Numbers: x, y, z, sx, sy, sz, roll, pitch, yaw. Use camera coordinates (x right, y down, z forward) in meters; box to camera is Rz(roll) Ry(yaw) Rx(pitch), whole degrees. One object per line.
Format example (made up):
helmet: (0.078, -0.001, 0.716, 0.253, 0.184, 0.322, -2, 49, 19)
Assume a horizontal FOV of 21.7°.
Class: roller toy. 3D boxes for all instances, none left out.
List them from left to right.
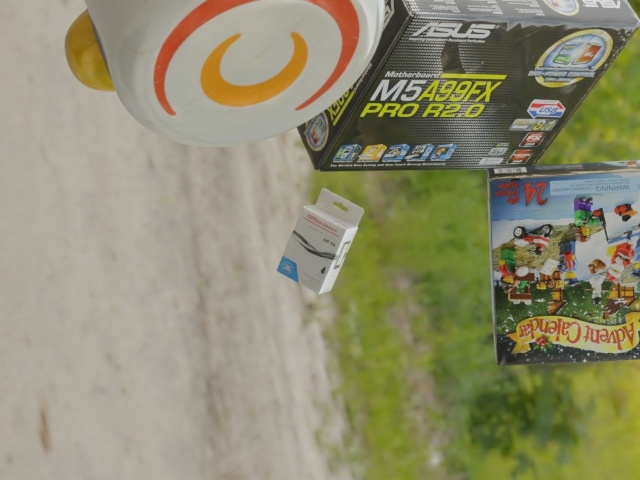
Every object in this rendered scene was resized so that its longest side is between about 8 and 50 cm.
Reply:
roller toy: (-0.065, -0.171, 1.143, 0.146, 0.191, 0.209, 66, -34, 34)

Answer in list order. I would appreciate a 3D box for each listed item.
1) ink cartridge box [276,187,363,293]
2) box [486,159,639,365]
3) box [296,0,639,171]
ink cartridge box: (0.000, 0.000, 1.503, 0.028, 0.048, 0.083, -12, 127, -66)
box: (0.255, 0.016, 1.359, 0.044, 0.233, 0.159, -80, 166, -75)
box: (0.139, -0.156, 1.593, 0.270, 0.216, 0.060, -2, 54, -32)
